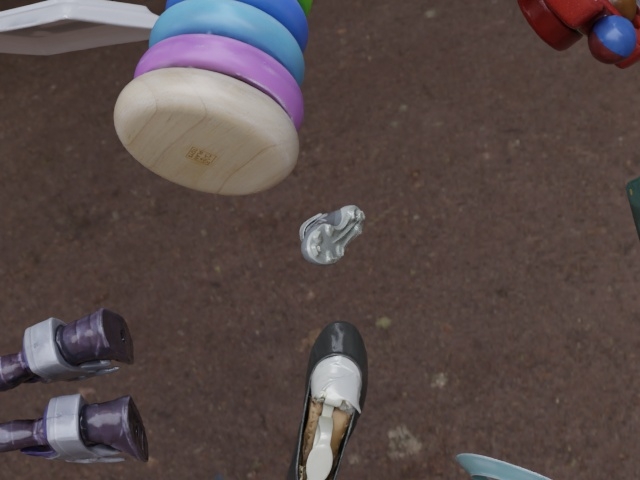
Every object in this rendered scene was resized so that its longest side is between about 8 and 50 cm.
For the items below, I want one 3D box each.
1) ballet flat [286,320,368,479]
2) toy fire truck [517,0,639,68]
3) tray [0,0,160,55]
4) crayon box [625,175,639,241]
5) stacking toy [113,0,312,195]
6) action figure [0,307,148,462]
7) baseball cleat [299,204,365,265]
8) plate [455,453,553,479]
[{"bbox_3d":[0.017,0.259,1.344,0.095,0.281,0.096,11,-4,-4],"label":"ballet flat"},{"bbox_3d":[0.278,-0.307,1.033,0.169,0.302,0.254,-36,23,33],"label":"toy fire truck"},{"bbox_3d":[-0.284,-0.225,0.967,0.270,0.030,0.145,4,6,42],"label":"tray"},{"bbox_3d":[0.250,0.021,0.437,0.081,0.165,0.278,-13,-6,-2],"label":"crayon box"},{"bbox_3d":[-0.059,-0.208,0.749,0.141,0.141,0.330,1,62,20],"label":"stacking toy"},{"bbox_3d":[-0.278,0.134,0.671,0.285,0.099,0.185,-9,70,-3],"label":"action figure"},{"bbox_3d":[0.000,0.000,1.520,0.109,0.072,0.206,-14,9,30],"label":"baseball cleat"},{"bbox_3d":[0.293,0.371,1.394,0.188,0.188,0.024,11,68,31],"label":"plate"}]
